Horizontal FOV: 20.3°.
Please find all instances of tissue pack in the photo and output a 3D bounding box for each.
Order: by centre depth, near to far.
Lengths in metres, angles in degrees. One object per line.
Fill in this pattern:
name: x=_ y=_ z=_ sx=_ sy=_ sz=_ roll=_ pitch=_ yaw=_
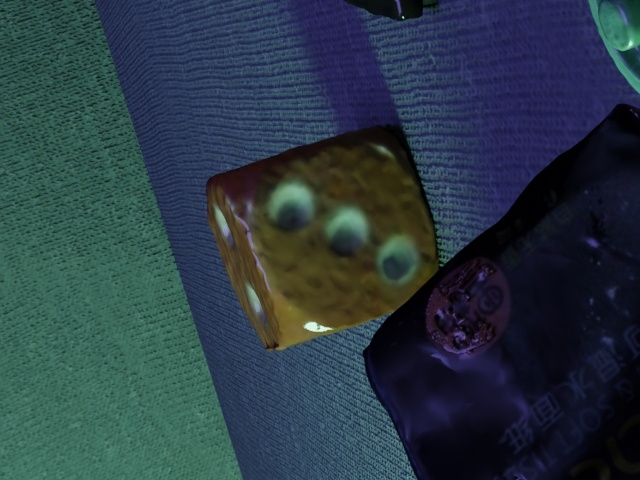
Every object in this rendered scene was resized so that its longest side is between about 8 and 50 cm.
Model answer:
tissue pack: x=0.177 y=0.112 z=0.985 sx=0.123 sy=0.245 sz=0.332 roll=20 pitch=-146 yaw=-45

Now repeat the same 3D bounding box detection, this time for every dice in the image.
dice: x=0.000 y=0.000 z=1.659 sx=0.175 sy=0.174 sz=0.179 roll=175 pitch=78 yaw=-75

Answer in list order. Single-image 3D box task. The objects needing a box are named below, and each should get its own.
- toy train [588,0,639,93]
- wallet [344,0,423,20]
toy train: x=0.225 y=-0.064 z=0.669 sx=0.238 sy=0.166 sz=0.299 roll=66 pitch=168 yaw=-1
wallet: x=0.017 y=-0.331 z=1.424 sx=0.165 sy=0.042 sz=0.310 roll=-145 pitch=38 yaw=-67
